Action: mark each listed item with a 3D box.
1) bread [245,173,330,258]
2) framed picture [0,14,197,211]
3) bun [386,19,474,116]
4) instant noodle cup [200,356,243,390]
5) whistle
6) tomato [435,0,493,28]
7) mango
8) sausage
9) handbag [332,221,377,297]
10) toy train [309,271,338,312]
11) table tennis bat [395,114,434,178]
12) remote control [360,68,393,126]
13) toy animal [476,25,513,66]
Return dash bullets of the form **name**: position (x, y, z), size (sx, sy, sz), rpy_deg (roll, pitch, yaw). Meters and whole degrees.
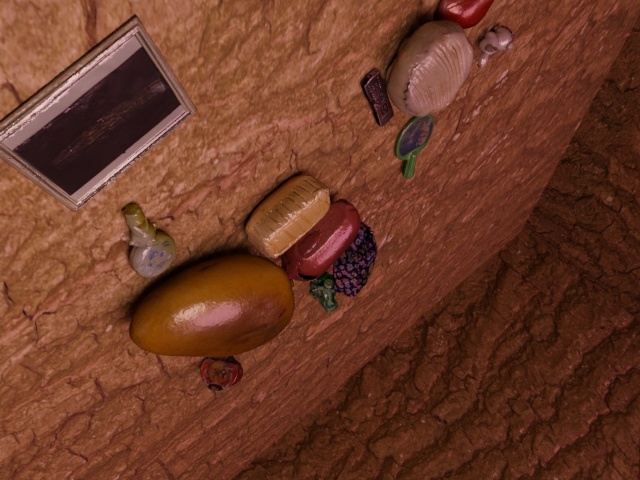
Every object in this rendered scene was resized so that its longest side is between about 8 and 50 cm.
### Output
- **bread**: position (-0.085, -0.066, 1.364), size (0.236, 0.106, 0.140), rpy_deg (-42, 153, -10)
- **framed picture**: position (-0.353, -0.189, 0.873), size (0.293, 0.018, 0.231), rpy_deg (-43, 155, -8)
- **bun**: position (0.264, -0.432, 1.325), size (0.239, 0.141, 0.239), rpy_deg (-29, 146, -22)
- **instant noodle cup**: position (-0.310, 0.428, 1.747), size (0.127, 0.127, 0.136), rpy_deg (-43, 162, -6)
- **whistle**: position (-0.363, -0.002, 1.104), size (0.104, 0.057, 0.198), rpy_deg (-46, 150, -26)
- **tomato**: position (0.378, -0.598, 1.321), size (0.166, 0.082, 0.174), rpy_deg (-20, 147, -42)
- **mango**: position (-0.262, 0.172, 1.336), size (0.445, 0.220, 0.301), rpy_deg (-8, 142, -40)
- **sausage**: position (0.000, 0.000, 1.546), size (0.280, 0.152, 0.152), rpy_deg (-47, 155, 4)
- **handbag**: position (0.120, 0.061, 1.791), size (0.208, 0.126, 0.229), rpy_deg (-55, 153, -43)
- **toy train**: position (0.014, 0.172, 1.873), size (0.071, 0.104, 0.178), rpy_deg (-32, 150, -19)
- **table tennis bat**: position (0.293, -0.294, 1.698), size (0.160, 0.039, 0.257), rpy_deg (-33, 149, -22)
- **remote control**: position (0.149, -0.363, 1.381), size (0.059, 0.028, 0.212), rpy_deg (-43, 154, 1)
- **toy animal**: position (0.503, -0.573, 1.566), size (0.124, 0.085, 0.071), rpy_deg (-26, 166, -26)
